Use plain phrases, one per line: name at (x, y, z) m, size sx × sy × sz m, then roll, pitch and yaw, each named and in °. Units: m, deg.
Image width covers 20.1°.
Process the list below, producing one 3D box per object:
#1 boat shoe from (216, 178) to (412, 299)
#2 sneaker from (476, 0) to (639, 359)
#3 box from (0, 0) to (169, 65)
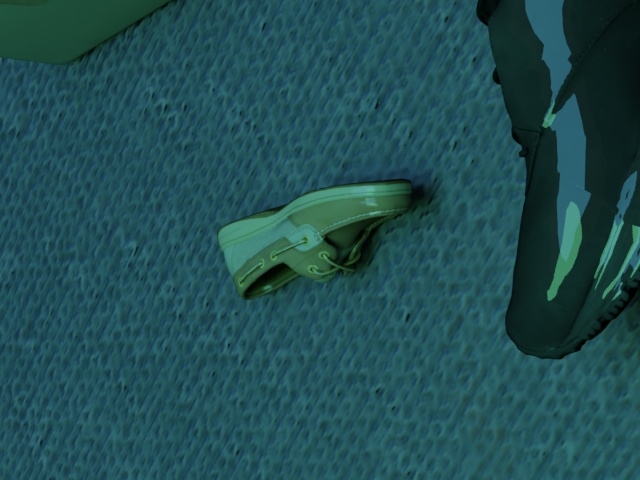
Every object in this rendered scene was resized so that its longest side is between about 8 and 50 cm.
boat shoe at (0.000, 0.000, 0.940) m, size 0.135 × 0.050 × 0.045 m, roll -20°, pitch 78°, yaw 49°
sneaker at (0.114, -0.092, 0.779) m, size 0.130 × 0.109 × 0.286 m, roll 15°, pitch 91°, yaw 6°
box at (-0.100, -0.222, 0.985) m, size 0.311 × 0.121 × 0.148 m, roll -26°, pitch 72°, yaw 37°
